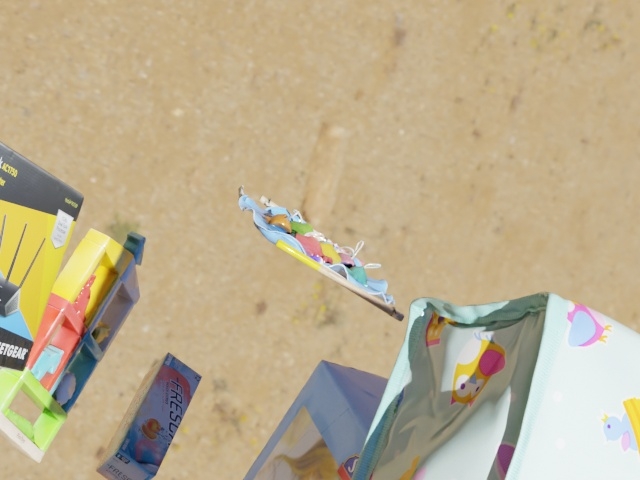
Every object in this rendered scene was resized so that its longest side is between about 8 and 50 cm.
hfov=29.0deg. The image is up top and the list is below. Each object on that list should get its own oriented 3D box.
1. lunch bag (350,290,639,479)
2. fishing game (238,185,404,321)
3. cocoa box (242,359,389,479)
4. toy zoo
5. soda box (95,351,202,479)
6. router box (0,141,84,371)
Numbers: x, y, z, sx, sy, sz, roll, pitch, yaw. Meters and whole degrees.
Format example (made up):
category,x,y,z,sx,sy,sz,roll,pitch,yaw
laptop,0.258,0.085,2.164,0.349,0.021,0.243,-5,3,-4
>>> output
category,x,y,z,sx,sy,sz,roll,pitch,yaw
lunch bag,0.122,0.184,0.623,0.223,0.160,0.262,28,71,-26
fishing game,0.000,0.000,1.218,0.041,0.189,0.264,-57,-173,6
cocoa box,0.090,0.293,0.903,0.228,0.347,0.231,20,111,-34
toy zoo,-0.296,0.111,1.489,0.293,0.030,0.192,-61,166,-19
soda box,-0.212,0.227,1.552,0.063,0.058,0.183,-43,-165,36
router box,-0.220,0.008,0.789,0.179,0.046,0.133,48,58,-76
